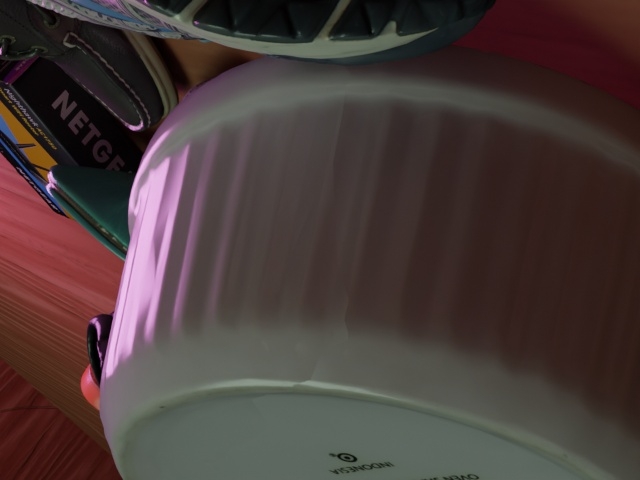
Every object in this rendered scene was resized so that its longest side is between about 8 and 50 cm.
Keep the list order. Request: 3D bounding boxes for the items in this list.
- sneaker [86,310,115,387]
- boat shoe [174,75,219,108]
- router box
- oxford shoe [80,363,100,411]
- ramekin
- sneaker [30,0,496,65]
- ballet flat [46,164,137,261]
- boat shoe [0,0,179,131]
[{"bbox_3d":[-0.076,0.103,0.806,0.295,0.146,0.105,11,116,53],"label":"sneaker"},{"bbox_3d":[0.000,0.000,0.605,0.226,0.083,0.076,55,168,-16],"label":"boat shoe"},{"bbox_3d":[-0.198,-0.076,0.789,0.133,0.046,0.179,18,153,41],"label":"router box"},{"bbox_3d":[-0.113,0.173,1.139,0.271,0.098,0.097,24,-153,-17],"label":"oxford shoe"},{"bbox_3d":[0.035,0.059,0.439,0.272,0.127,0.273,11,144,8],"label":"ramekin"},{"bbox_3d":[-0.052,-0.125,0.396,0.283,0.110,0.122,23,179,29],"label":"sneaker"},{"bbox_3d":[-0.068,0.011,0.705,0.247,0.087,0.083,42,-173,8],"label":"ballet flat"},{"bbox_3d":[-0.169,-0.133,0.574,0.080,0.073,0.223,10,147,52],"label":"boat shoe"}]
